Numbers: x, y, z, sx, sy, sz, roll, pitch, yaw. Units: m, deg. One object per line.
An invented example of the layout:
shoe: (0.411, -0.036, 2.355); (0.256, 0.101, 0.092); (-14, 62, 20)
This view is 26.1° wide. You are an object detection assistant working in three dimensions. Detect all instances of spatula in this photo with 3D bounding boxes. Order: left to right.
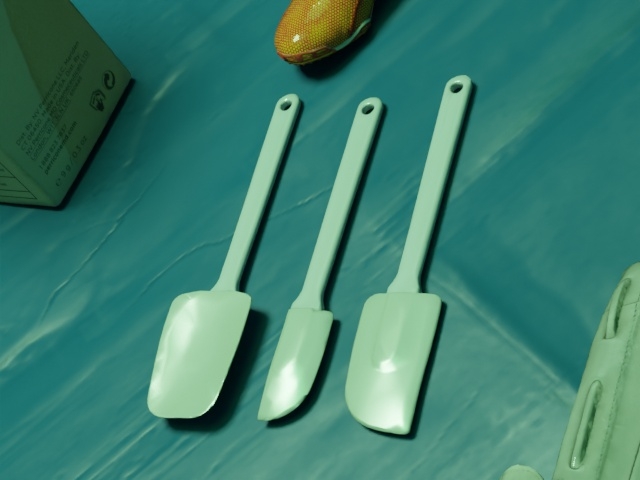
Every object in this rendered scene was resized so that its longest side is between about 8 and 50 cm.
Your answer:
spatula: (0.000, 0.000, 0.810); (0.168, 0.019, 0.242); (-2, 56, 29)

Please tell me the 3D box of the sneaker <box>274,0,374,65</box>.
sneaker: (0.020, -0.191, 0.910); (0.064, 0.067, 0.175); (23, 71, 37)

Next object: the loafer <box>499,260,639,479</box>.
loafer: (0.124, 0.138, 0.583); (0.111, 0.112, 0.319); (7, 52, 38)

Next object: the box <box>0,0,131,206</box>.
box: (-0.277, -0.161, 0.885); (0.148, 0.311, 0.121); (8, 61, 33)
